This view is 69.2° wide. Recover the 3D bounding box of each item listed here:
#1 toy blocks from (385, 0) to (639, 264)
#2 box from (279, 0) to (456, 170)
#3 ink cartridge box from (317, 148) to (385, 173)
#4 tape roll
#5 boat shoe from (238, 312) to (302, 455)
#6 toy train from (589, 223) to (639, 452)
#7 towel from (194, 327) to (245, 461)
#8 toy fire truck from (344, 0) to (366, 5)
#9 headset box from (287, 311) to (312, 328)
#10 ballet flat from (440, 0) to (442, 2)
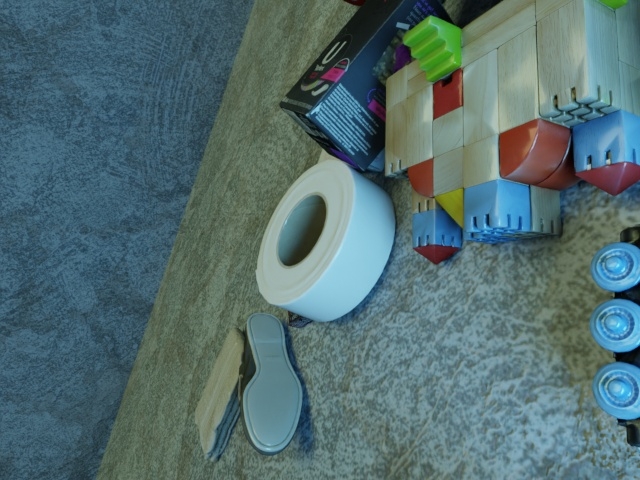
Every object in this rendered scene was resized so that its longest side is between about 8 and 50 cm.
[{"bbox_3d":[0.200,-0.113,0.538,0.381,0.190,0.261,-14,72,60],"label":"toy blocks"},{"bbox_3d":[0.083,-0.277,0.787,0.270,0.143,0.165,-49,30,2],"label":"box"},{"bbox_3d":[0.087,-0.249,0.940,0.189,0.066,0.233,10,85,63],"label":"ink cartridge box"},{"bbox_3d":[0.000,0.000,0.848,0.286,0.100,0.286,-35,41,38],"label":"tape roll"},{"bbox_3d":[-0.104,0.281,0.905,0.335,0.112,0.096,-106,25,-57],"label":"boat shoe"},{"bbox_3d":[0.273,0.070,0.353,0.105,0.080,0.184,-15,59,52],"label":"toy train"},{"bbox_3d":[-0.242,0.374,1.150,0.187,0.049,0.282,34,103,62],"label":"towel"},{"bbox_3d":[0.061,-0.690,1.056,0.302,0.253,0.169,31,100,63],"label":"toy fire truck"},{"bbox_3d":[-0.037,0.137,0.939,0.083,0.032,0.062,-40,39,47],"label":"headset box"},{"bbox_3d":[0.148,-0.451,0.935,0.232,0.073,0.080,-16,59,58],"label":"ballet flat"}]
